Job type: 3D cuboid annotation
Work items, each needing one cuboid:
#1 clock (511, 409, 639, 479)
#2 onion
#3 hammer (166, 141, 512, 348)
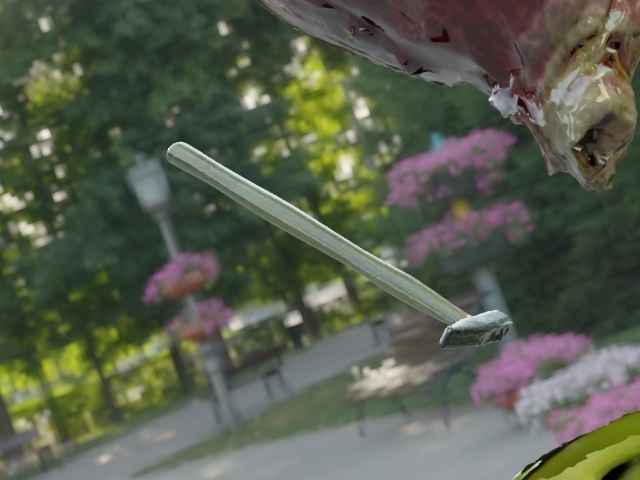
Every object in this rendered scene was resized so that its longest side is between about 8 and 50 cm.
[{"bbox_3d":[0.118,0.202,0.663,0.277,0.071,0.293,-57,21,6],"label":"clock"},{"bbox_3d":[0.034,-0.097,0.384,0.160,0.194,0.159,-17,-28,-9],"label":"onion"},{"bbox_3d":[0.000,0.000,0.831,0.062,0.199,0.013,-9,-54,-60],"label":"hammer"}]
